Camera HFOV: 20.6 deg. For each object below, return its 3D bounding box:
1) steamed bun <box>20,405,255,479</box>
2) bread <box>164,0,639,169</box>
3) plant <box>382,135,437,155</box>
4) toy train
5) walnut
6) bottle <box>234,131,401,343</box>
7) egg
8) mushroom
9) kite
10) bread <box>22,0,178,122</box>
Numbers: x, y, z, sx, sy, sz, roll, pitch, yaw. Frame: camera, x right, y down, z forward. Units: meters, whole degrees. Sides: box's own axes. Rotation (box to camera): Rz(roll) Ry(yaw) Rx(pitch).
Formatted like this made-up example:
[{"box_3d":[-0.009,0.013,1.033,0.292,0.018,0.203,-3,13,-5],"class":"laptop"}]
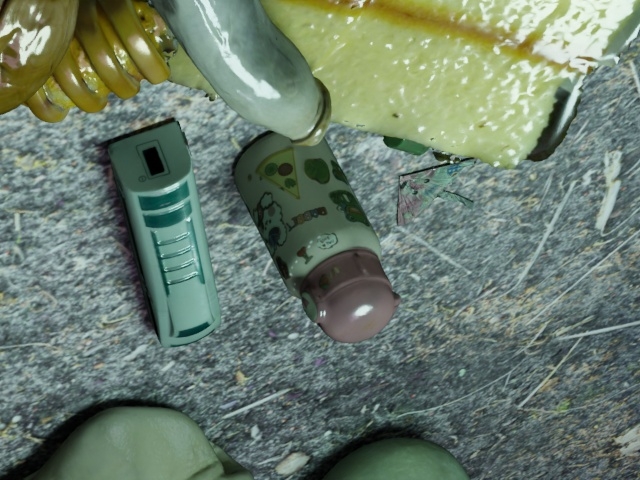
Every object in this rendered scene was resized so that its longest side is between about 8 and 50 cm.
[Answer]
[{"box_3d":[-0.256,0.416,2.336,0.368,0.255,0.342,-38,148,18],"class":"steamed bun"},{"box_3d":[0.096,-0.231,1.741,0.405,0.242,0.345,-8,140,-32],"class":"bread"},{"box_3d":[0.120,-0.122,2.048,0.102,0.051,0.051,4,136,-44],"class":"plant"},{"box_3d":[-0.165,0.028,2.021,0.086,0.088,0.407,-21,147,-10],"class":"toy train"},{"box_3d":[-0.301,-0.202,1.552,0.167,0.167,0.207,6,132,-40],"class":"walnut"},{"box_3d":[0.000,0.000,1.945,0.120,0.253,0.120,-18,145,-13],"class":"bottle"},{"box_3d":[0.097,0.439,2.606,0.259,0.258,0.352,-5,146,-30],"class":"egg"},{"box_3d":[-0.095,-0.212,1.669,0.097,0.109,0.351,-8,136,31],"class":"mushroom"},{"box_3d":[0.145,-0.059,2.190,0.157,0.011,0.139,18,129,-45],"class":"kite"},{"box_3d":[-0.222,-0.177,1.710,0.177,0.084,0.119,-25,146,4],"class":"bread"}]
